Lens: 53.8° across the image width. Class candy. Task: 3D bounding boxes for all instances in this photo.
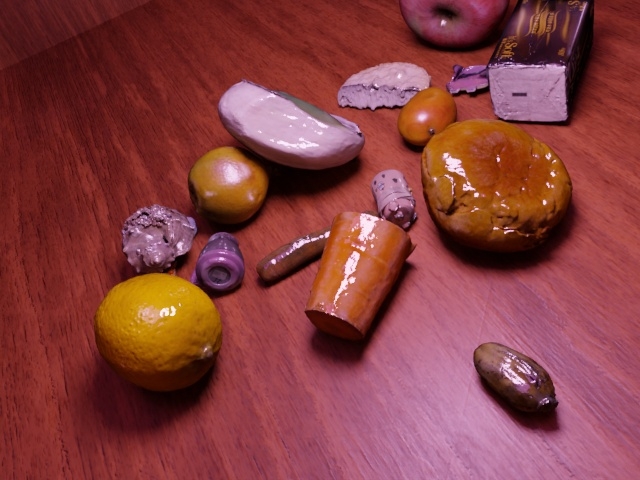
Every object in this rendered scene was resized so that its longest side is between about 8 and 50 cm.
[{"bbox_3d":[-0.094,-0.307,1.705,0.386,0.186,0.427,15,17,-18],"label":"candy"}]

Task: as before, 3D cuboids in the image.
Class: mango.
[{"bbox_3d":[0.295,-0.341,1.710,0.151,0.120,0.221,9,44,29],"label":"mango"}]

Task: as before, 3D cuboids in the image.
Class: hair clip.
[{"bbox_3d":[0.449,-0.475,1.822,0.187,0.056,0.146,-4,39,45],"label":"hair clip"}]

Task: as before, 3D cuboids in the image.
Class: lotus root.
[{"bbox_3d":[0.352,0.246,1.140,0.089,0.080,0.179,-45,43,-5],"label":"lotus root"}]

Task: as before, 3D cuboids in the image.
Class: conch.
[{"bbox_3d":[-0.419,-0.020,1.613,0.178,0.163,0.245,1,29,-24],"label":"conch"}]

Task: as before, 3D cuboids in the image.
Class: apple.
[{"bbox_3d":[0.415,-0.759,1.933,0.345,0.345,0.269,11,59,28],"label":"apple"}]

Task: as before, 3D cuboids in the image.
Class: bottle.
[{"bbox_3d":[0.182,-0.092,1.527,0.099,0.099,0.152,-18,46,2],"label":"bottle"}]

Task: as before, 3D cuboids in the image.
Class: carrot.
[{"bbox_3d":[0.076,0.086,1.359,0.196,0.196,0.254,10,62,28],"label":"carrot"},{"bbox_3d":[0.001,0.001,1.524,0.342,0.070,0.070,-27,44,-9],"label":"carrot"}]

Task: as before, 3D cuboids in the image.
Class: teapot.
[{"bbox_3d":[-0.247,0.057,1.546,0.116,0.148,0.146,16,31,-14],"label":"teapot"}]

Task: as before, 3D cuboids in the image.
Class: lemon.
[{"bbox_3d":[-0.346,0.190,1.334,0.320,0.245,0.245,16,55,35],"label":"lemon"}]

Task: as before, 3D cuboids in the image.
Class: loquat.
[{"bbox_3d":[-0.225,-0.155,1.667,0.246,0.213,0.213,-19,42,-16],"label":"loquat"}]

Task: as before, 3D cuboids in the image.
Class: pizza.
[{"bbox_3d":[-0.418,0.089,1.612,0.099,0.029,0.100,-10,44,12],"label":"pizza"}]

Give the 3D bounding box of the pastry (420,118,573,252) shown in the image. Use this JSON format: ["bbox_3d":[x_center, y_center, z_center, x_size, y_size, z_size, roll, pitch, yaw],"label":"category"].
[{"bbox_3d":[0.385,-0.130,1.403,0.356,0.164,0.356,0,57,0],"label":"pastry"}]

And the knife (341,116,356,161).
[{"bbox_3d":[0.065,-0.293,1.817,0.046,0.021,0.222,-15,43,2],"label":"knife"}]

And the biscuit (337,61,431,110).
[{"bbox_3d":[0.198,-0.476,1.903,0.281,0.084,0.179,2,49,23],"label":"biscuit"}]

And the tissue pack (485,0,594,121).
[{"bbox_3d":[0.594,-0.491,1.690,0.210,0.198,0.370,11,53,26],"label":"tissue pack"}]

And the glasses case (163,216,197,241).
[{"bbox_3d":[-0.419,-0.013,1.700,0.178,0.045,0.067,-20,46,1],"label":"glasses case"}]
